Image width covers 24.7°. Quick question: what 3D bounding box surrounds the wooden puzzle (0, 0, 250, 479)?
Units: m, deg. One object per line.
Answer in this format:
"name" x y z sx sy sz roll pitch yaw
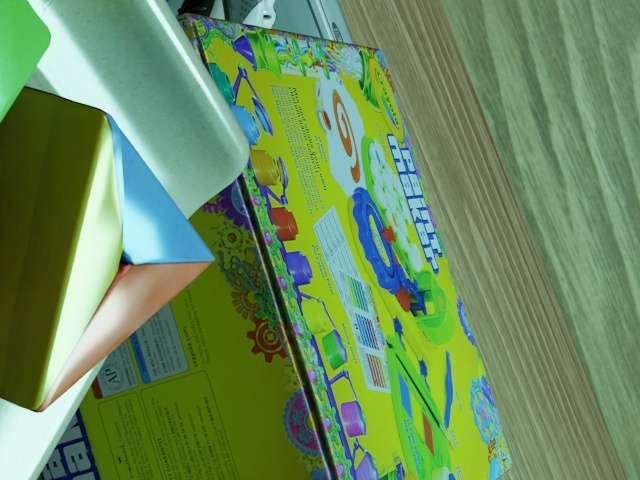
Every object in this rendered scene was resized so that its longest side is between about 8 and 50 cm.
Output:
"wooden puzzle" -0.152 0.036 0.449 0.348 0.080 0.322 -57 151 -17

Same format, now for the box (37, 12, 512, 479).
"box" -0.042 0.043 0.855 0.279 0.177 0.290 -7 79 -67

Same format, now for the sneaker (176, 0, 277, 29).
"sneaker" -0.101 -0.146 1.169 0.106 0.078 0.234 7 94 -43

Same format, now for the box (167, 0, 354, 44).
"box" -0.067 -0.185 1.273 0.290 0.169 0.087 68 17 -6

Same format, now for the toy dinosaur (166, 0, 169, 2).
"toy dinosaur" -0.189 -0.261 1.090 0.296 0.127 0.200 26 82 -45
